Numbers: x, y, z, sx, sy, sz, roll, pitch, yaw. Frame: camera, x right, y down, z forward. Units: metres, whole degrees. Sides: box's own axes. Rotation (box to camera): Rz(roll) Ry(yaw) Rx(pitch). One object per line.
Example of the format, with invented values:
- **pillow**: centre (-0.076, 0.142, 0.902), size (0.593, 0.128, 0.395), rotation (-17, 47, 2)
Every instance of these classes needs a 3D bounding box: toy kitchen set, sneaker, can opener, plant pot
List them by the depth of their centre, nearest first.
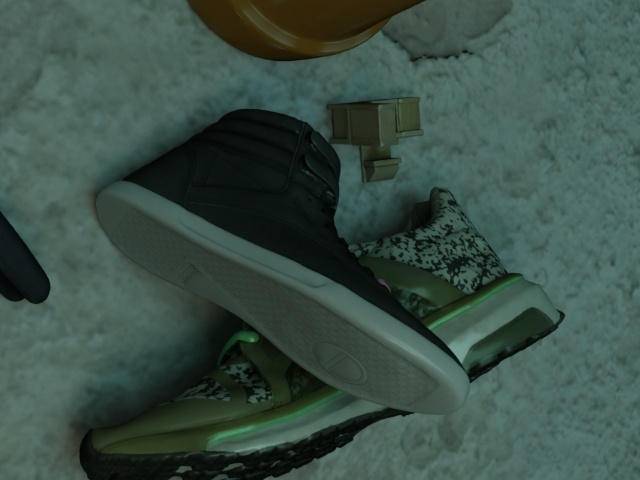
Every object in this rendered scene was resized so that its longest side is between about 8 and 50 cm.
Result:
- **can opener**: centre (-0.236, -0.028, 0.801), size (0.073, 0.059, 0.186), rotation (-45, 117, -25)
- **sneaker**: centre (0.000, 0.000, 0.866), size (0.147, 0.295, 0.104), rotation (-48, 157, -31)
- **plant pot**: centre (0.021, -0.237, 0.894), size (0.205, 0.188, 0.205), rotation (-3, 96, -36)
- **sneaker**: centre (-0.013, 0.070, 0.958), size (0.410, 0.158, 0.182), rotation (-19, 74, -32)
- **toy kitchen set**: centre (0.061, -0.080, 1.005), size (0.083, 0.075, 0.068), rotation (-10, 100, -31)
